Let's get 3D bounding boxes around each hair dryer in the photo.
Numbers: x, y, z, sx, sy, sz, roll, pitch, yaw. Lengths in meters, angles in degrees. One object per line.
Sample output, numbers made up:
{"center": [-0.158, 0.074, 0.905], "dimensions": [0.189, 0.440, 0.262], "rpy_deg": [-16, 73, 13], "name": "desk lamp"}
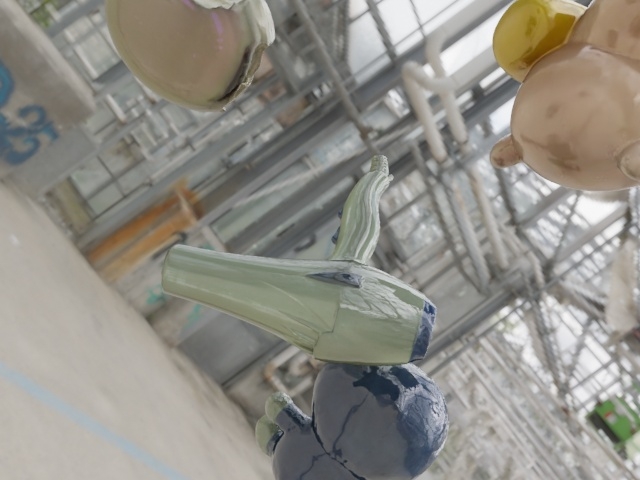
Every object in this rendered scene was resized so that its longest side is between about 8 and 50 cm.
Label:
{"center": [-0.034, 0.015, 1.014], "dimensions": [0.119, 0.296, 0.298], "rpy_deg": [102, -17, -47], "name": "hair dryer"}

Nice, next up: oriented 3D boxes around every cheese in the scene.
{"center": [-0.184, -0.261, 0.947], "dimensions": [0.286, 0.163, 0.082], "rpy_deg": [41, 32, 1], "name": "cheese"}

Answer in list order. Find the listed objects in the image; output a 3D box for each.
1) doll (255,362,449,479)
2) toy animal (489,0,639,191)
{"center": [0.044, 0.248, 1.132], "dimensions": [0.228, 0.258, 0.154], "rpy_deg": [38, 20, -1], "name": "doll"}
{"center": [0.363, -0.149, 0.975], "dimensions": [0.277, 0.247, 0.345], "rpy_deg": [29, -25, -33], "name": "toy animal"}
